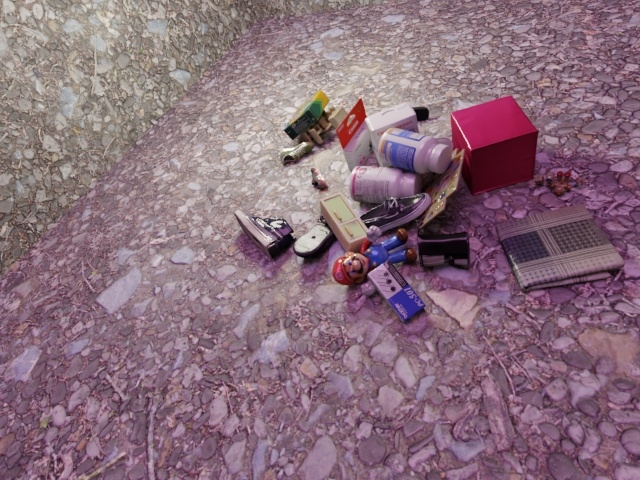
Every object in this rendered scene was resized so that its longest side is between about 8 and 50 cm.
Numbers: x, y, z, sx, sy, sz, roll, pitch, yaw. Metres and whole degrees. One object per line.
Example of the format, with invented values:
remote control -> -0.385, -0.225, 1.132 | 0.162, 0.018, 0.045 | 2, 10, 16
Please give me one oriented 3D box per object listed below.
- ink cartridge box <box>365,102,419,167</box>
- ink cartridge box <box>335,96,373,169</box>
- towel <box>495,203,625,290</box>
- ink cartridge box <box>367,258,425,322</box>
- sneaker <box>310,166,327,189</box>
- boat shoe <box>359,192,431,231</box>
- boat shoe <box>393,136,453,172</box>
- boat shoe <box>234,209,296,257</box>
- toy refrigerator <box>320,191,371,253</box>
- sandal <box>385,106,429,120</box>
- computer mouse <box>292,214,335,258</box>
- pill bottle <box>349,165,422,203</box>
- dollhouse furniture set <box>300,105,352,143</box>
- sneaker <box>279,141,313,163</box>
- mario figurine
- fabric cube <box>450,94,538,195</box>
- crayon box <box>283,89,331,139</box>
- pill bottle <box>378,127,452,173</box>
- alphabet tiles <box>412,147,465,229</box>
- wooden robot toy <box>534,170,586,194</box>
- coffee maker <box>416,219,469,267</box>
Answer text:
ink cartridge box -> 0.339, -0.448, 1.930 | 0.202, 0.278, 0.117 | -20, 45, 5
ink cartridge box -> 0.192, -0.519, 2.082 | 0.060, 0.238, 0.275 | 14, 57, 32
towel -> 0.813, 0.022, 1.480 | 0.325, 0.056, 0.312 | -15, 43, 13
ink cartridge box -> 0.265, 0.178, 1.505 | 0.097, 0.046, 0.207 | -34, 72, -9
sneaker -> -0.025, -0.307, 2.112 | 0.065, 0.061, 0.157 | -34, 45, 0
boat shoe -> 0.293, -0.125, 1.727 | 0.302, 0.102, 0.108 | -25, 34, 24
boat shoe -> 0.443, -0.359, 1.858 | 0.303, 0.114, 0.091 | -24, 5, 36
boat shoe -> -0.252, -0.062, 1.955 | 0.158, 0.127, 0.340 | -34, 54, -18
toy refrigerator -> 0.100, -0.074, 1.757 | 0.103, 0.094, 0.269 | -21, 53, -14
sandal -> 0.425, -0.636, 2.190 | 0.255, 0.097, 0.054 | -5, 49, 18
computer mouse -> 0.000, 0.000, 1.823 | 0.189, 0.072, 0.272 | 28, 55, 37
pill bottle -> 0.282, -0.238, 1.847 | 0.284, 0.160, 0.160 | 7, 54, 26
dollhouse furniture set -> 0.058, -0.602, 2.318 | 0.242, 0.161, 0.212 | -3, 45, 50
sneaker -> -0.127, -0.462, 2.294 | 0.192, 0.064, 0.086 | -12, 54, 13
mario figurine -> 0.196, 0.074, 1.599 | 0.321, 0.170, 0.198 | -24, 43, -2
fabric cube -> 0.697, -0.384, 1.739 | 0.255, 0.259, 0.258 | -15, 48, 7
crayon box -> -0.069, -0.708, 2.372 | 0.203, 0.083, 0.322 | -30, 24, 35
pill bottle -> 0.384, -0.358, 1.735 | 0.272, 0.152, 0.152 | 27, 64, 36
alphabet tiles -> 0.468, -0.205, 1.700 | 0.011, 0.285, 0.342 | 28, 56, -8
wooden robot toy -> 0.908, -0.213, 1.631 | 0.174, 0.076, 0.078 | 14, 68, 32
coffee maker -> 0.445, 0.014, 1.547 | 0.179, 0.171, 0.120 | -5, 32, 16
